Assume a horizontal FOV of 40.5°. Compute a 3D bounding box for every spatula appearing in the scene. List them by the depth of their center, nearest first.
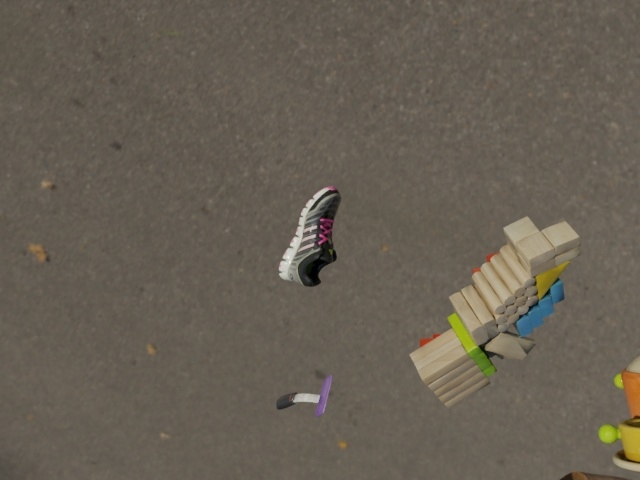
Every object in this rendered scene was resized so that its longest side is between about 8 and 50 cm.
[{"bbox_3d":[-0.036,0.330,1.810,0.030,0.084,0.296,23,159,-20],"label":"spatula"}]

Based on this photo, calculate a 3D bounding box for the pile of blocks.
[{"bbox_3d":[0.278,0.103,1.380,0.149,0.113,0.362,21,117,-33],"label":"pile of blocks"}]

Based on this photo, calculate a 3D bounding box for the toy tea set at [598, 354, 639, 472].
[{"bbox_3d":[0.462,0.161,0.899,0.336,0.200,0.124,-5,89,18],"label":"toy tea set"}]

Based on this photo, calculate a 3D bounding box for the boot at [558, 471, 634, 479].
[{"bbox_3d":[0.353,0.400,1.146,0.220,0.109,0.283,20,128,-20],"label":"boot"}]

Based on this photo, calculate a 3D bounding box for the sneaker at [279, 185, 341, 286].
[{"bbox_3d":[0.000,0.000,1.360,0.075,0.063,0.170,32,102,33],"label":"sneaker"}]
